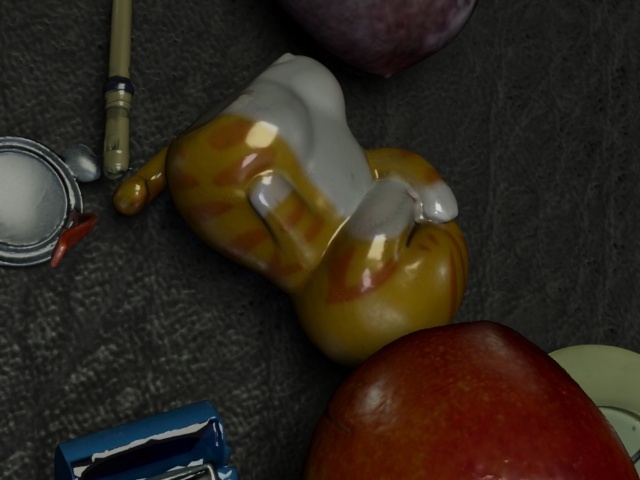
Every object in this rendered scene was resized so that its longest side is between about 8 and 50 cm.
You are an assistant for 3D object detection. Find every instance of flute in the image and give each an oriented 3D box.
[{"bbox_3d":[-0.157,-0.154,1.133,0.027,0.027,0.233,6,65,-17],"label":"flute"}]

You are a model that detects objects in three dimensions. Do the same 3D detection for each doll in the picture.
[{"bbox_3d":[0.001,-0.017,1.095,0.270,0.162,0.166,40,40,1],"label":"doll"}]

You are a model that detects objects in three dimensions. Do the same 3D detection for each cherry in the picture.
[{"bbox_3d":[0.045,-0.265,1.170,0.213,0.183,0.266,-10,93,-13],"label":"cherry"}]

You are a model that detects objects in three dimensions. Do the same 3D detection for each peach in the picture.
[{"bbox_3d":[0.115,0.195,0.999,0.249,0.245,0.274,-8,98,-40],"label":"peach"}]

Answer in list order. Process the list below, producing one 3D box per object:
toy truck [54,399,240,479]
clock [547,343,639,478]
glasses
[{"bbox_3d":[-0.073,0.298,0.967,0.146,0.175,0.367,-14,79,-21],"label":"toy truck"},{"bbox_3d":[0.233,0.202,1.184,0.235,0.029,0.235,6,71,-18],"label":"clock"},{"bbox_3d":[-0.246,-0.062,0.967,0.234,0.268,0.118,28,81,-18],"label":"glasses"}]
